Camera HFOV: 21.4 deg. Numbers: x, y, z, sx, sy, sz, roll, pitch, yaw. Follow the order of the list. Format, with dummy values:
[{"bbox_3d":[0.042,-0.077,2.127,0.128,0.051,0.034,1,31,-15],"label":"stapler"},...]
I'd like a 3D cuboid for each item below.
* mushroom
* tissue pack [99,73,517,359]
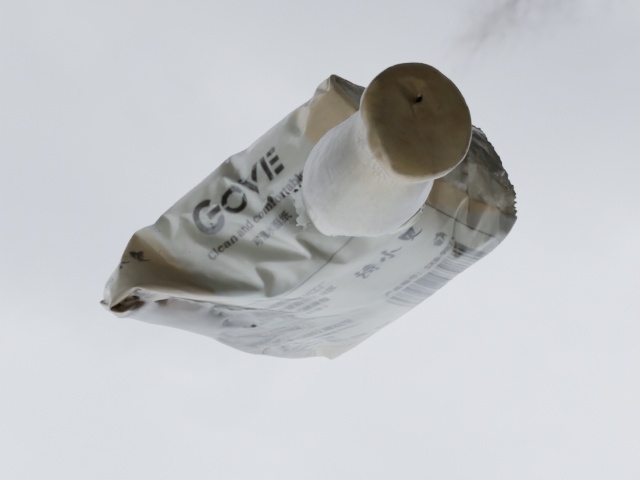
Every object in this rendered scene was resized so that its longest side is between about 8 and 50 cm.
[{"bbox_3d":[0.041,-0.054,1.246,0.096,0.108,0.247,61,168,5],"label":"mushroom"},{"bbox_3d":[0.000,0.000,1.826,0.390,0.375,0.195,20,-145,-57],"label":"tissue pack"}]
